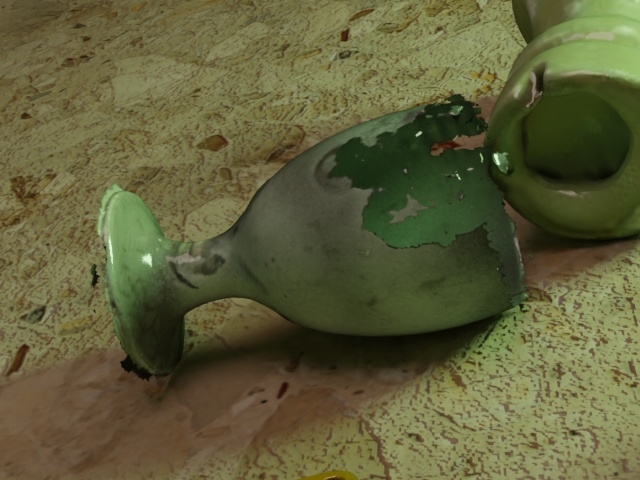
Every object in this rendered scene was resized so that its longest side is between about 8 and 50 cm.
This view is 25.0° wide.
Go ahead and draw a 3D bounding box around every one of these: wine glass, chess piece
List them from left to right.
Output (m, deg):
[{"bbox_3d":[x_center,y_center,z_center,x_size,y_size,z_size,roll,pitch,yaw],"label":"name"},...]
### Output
[{"bbox_3d":[-0.001,0.002,1.201,0.357,0.190,0.190,-14,23,15],"label":"wine glass"},{"bbox_3d":[0.285,-0.181,1.396,0.234,0.234,0.442,-7,29,20],"label":"chess piece"}]

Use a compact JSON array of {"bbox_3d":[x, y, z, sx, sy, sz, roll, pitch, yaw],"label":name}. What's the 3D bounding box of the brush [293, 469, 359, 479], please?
[{"bbox_3d":[-0.104,0.204,1.029,0.272,0.013,0.103,-14,24,4],"label":"brush"}]
